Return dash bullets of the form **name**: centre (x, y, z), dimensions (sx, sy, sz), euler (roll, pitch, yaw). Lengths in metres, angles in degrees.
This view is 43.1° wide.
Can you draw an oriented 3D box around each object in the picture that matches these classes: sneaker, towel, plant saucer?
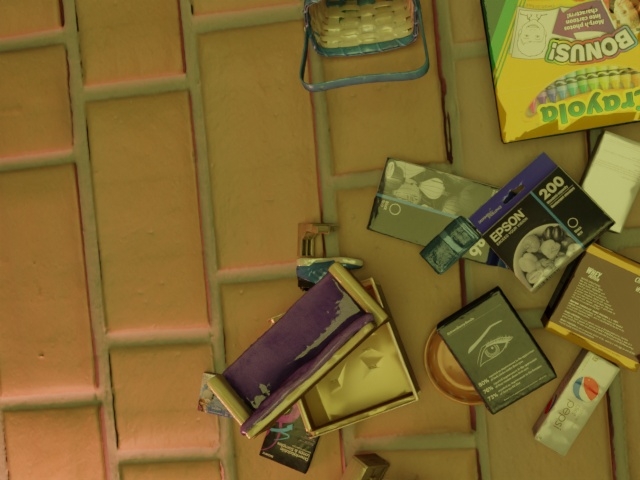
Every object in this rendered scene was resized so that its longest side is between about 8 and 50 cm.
- **sneaker**: centre (0.021, 0.078, 1.751), dimensions (0.152, 0.058, 0.084), euler (-2, 87, 15)
- **towel**: centre (0.264, 0.010, 1.654), dimensions (0.119, 0.029, 0.067), euler (-44, 84, 12)
- **plant saucer**: centre (0.320, 0.247, 1.714), dimensions (0.200, 0.037, 0.200), euler (1, 94, 11)

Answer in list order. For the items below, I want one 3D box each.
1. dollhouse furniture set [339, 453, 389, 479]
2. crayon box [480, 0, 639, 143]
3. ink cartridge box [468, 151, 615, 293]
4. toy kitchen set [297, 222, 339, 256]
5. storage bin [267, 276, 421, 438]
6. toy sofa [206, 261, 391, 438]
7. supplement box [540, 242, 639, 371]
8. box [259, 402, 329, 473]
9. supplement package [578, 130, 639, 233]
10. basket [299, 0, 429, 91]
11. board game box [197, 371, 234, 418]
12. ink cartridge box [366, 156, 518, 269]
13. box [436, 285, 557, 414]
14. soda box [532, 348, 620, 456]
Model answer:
- **dollhouse furniture set**: centre (0.143, 0.583, 1.683), dimensions (0.242, 0.212, 0.161), euler (32, 97, 35)
- **crayon box**: centre (0.520, -0.375, 1.608), dimensions (0.363, 0.106, 0.313), euler (-9, 91, 11)
- **ink cartridge box**: centre (0.423, -0.041, 1.579), dimensions (0.206, 0.045, 0.208), euler (-44, 65, 12)
- **toy kitchen set**: centre (0.000, 0.000, 1.751), dimensions (0.068, 0.083, 0.075), euler (0, 94, -30)
- **storage bin**: centre (0.047, 0.247, 1.707), dimensions (0.260, 0.123, 0.262), euler (-22, 81, 11)
- **toy sofa**: centre (-0.045, 0.214, 1.580), dimensions (0.362, 0.177, 0.150), euler (-43, 78, 9)
- **supplement box**: centre (0.572, 0.123, 1.611), dimensions (0.191, 0.129, 0.194), euler (25, 98, 9)
- **box**: centre (-0.058, 0.423, 1.800), dimensions (0.116, 0.029, 0.162), euler (19, 97, 9)
- **supplement package**: centre (0.575, -0.114, 1.611), dimensions (0.105, 0.105, 0.179), euler (22, 96, 10)
- **basket**: centre (0.089, -0.434, 1.625), dimensions (0.255, 0.201, 0.289), euler (-3, 61, 12)
- **board game box**: centre (-0.228, 0.350, 1.834), dimensions (0.090, 0.020, 0.090), euler (10, 93, 11)
- **ink cartridge box**: centre (0.277, -0.054, 1.695), dimensions (0.333, 0.065, 0.165), euler (16, 95, 9)
- **box**: centre (0.353, 0.218, 1.631), dimensions (0.153, 0.108, 0.207), euler (-33, 86, 11)
- **soda box**: centre (0.522, 0.328, 1.662), dimensions (0.074, 0.069, 0.216), euler (30, 99, 8)
